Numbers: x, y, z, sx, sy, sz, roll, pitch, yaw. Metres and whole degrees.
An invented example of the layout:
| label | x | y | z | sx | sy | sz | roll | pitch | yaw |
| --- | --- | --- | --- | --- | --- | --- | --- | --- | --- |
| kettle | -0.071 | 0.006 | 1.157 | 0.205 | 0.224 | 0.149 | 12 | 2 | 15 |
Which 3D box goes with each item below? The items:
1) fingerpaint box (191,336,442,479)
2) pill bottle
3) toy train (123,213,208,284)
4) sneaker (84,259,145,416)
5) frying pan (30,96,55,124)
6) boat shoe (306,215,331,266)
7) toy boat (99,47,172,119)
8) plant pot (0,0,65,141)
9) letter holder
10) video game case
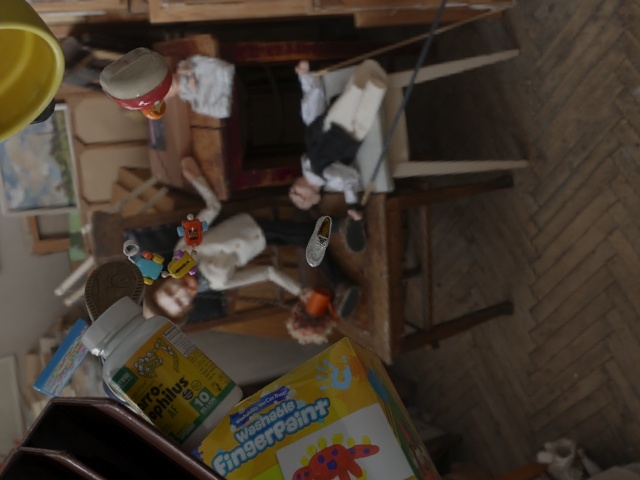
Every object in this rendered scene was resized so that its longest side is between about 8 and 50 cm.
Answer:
| label | x | y | z | sx | sy | sz | roll | pitch | yaw |
| --- | --- | --- | --- | --- | --- | --- | --- | --- | --- |
| fingerpaint box | -0.037 | 0.431 | 1.295 | 0.444 | 0.163 | 0.371 | -34 | 62 | 11 |
| pill bottle | -0.216 | 0.176 | 1.092 | 0.208 | 0.117 | 0.117 | 44 | 145 | 1 |
| toy train | -0.296 | 0.015 | 1.566 | 0.046 | 0.166 | 0.125 | -140 | 37 | -57 |
| sneaker | -0.327 | 0.166 | 1.354 | 0.282 | 0.099 | 0.153 | -115 | 20 | -49 |
| frying pan | -0.642 | -0.373 | 1.625 | 0.053 | 0.197 | 0.326 | -36 | 76 | 33 |
| boat shoe | 0.000 | 0.000 | 1.538 | 0.035 | 0.035 | 0.100 | 152 | 139 | -73 |
| toy boat | -0.413 | -0.350 | 1.897 | 0.151 | 0.151 | 0.231 | 60 | 170 | -29 |
| plant pot | -0.536 | -0.291 | 1.156 | 0.239 | 0.254 | 0.254 | 52 | 143 | 16 |
| letter holder | -0.217 | 0.336 | 0.992 | 0.302 | 0.152 | 0.214 | 45 | 146 | -24 |
| video game case | -0.394 | 0.186 | 1.265 | 0.015 | 0.119 | 0.166 | 31 | 162 | -1 |
